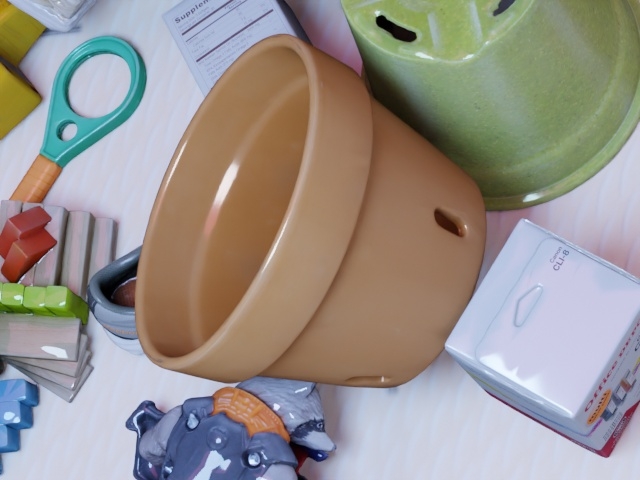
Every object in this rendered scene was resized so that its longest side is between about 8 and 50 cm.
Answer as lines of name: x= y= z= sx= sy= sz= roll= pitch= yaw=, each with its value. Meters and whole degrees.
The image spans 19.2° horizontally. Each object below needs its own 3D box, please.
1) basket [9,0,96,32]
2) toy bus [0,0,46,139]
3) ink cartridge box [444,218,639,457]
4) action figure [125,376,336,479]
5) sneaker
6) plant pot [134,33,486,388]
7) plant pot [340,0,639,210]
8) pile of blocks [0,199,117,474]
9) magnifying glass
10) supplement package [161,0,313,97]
basket: x=-0.260 y=-0.437 z=1.747 sx=0.331 sy=0.266 sz=0.328 roll=35 pitch=68 yaw=-8
toy bus: x=-0.397 y=-0.128 z=1.876 sx=0.332 sy=0.108 sz=0.130 roll=-42 pitch=65 yaw=2
ink cartridge box: x=0.203 y=0.084 z=1.573 sx=0.127 sy=0.176 sz=0.128 roll=29 pitch=84 yaw=24
action figure: x=-0.068 y=0.264 z=1.603 sx=0.341 sy=0.178 sz=0.330 roll=20 pitch=75 yaw=19
sneaker: x=-0.088 y=0.021 z=1.729 sx=0.271 sy=0.108 sz=0.100 roll=-26 pitch=64 yaw=7
plant pot: x=0.000 y=0.000 z=1.578 sx=0.291 sy=0.203 sz=0.291 roll=-44 pitch=34 yaw=41
plant pot: x=0.133 y=-0.194 z=1.643 sx=0.276 sy=0.254 sz=0.276 roll=-6 pitch=71 yaw=17
pile of blocks: x=-0.310 y=0.117 z=1.753 sx=0.149 sy=0.112 sz=0.362 roll=28 pitch=82 yaw=13
magnifying glass: x=-0.254 y=-0.099 z=1.866 sx=0.092 sy=0.026 sz=0.231 roll=29 pitch=85 yaw=24
supplement package: x=-0.053 y=-0.154 z=1.762 sx=0.105 sy=0.105 sz=0.179 roll=-33 pitch=58 yaw=8
